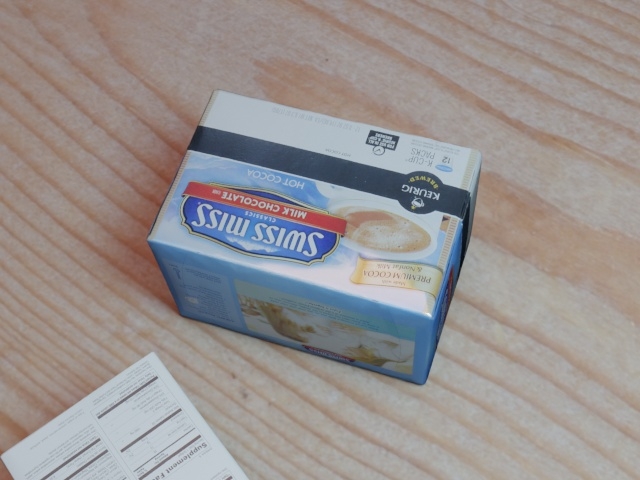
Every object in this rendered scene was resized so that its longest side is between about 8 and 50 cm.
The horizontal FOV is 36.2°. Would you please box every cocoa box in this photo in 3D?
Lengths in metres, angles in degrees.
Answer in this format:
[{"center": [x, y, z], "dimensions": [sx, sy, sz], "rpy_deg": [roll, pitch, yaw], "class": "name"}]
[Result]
[{"center": [0.000, 0.000, 1.215], "dimensions": [0.347, 0.231, 0.228], "rpy_deg": [15, 64, 11], "class": "cocoa box"}]

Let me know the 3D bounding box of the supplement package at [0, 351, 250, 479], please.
[{"center": [-0.176, 0.307, 1.075], "dimensions": [0.198, 0.199, 0.263], "rpy_deg": [-35, 66, -16], "class": "supplement package"}]
